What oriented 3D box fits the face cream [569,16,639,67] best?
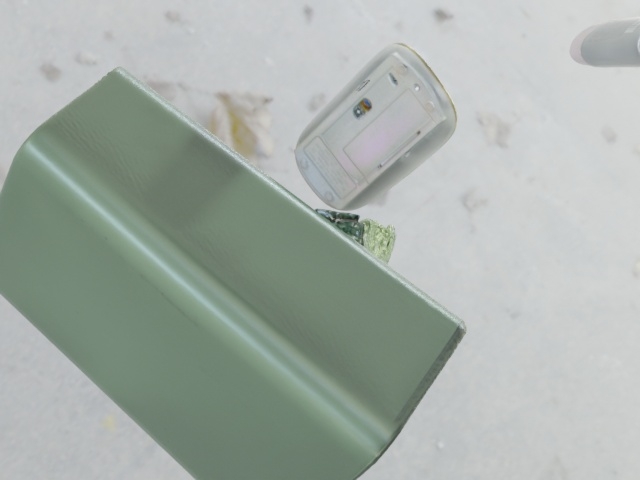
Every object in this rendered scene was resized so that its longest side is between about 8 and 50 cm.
[{"bbox_3d":[0.483,-0.311,1.922,0.107,0.269,0.073,-23,101,-6],"label":"face cream"}]

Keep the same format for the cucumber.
[{"bbox_3d":[0.000,0.000,1.477,0.193,0.115,0.085,15,88,-6],"label":"cucumber"}]

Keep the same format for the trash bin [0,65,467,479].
[{"bbox_3d":[-0.089,0.050,0.983,0.343,0.223,0.158,41,49,3],"label":"trash bin"}]

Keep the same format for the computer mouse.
[{"bbox_3d":[0.050,-0.100,1.125,0.045,0.199,0.102,-33,84,-42],"label":"computer mouse"}]
